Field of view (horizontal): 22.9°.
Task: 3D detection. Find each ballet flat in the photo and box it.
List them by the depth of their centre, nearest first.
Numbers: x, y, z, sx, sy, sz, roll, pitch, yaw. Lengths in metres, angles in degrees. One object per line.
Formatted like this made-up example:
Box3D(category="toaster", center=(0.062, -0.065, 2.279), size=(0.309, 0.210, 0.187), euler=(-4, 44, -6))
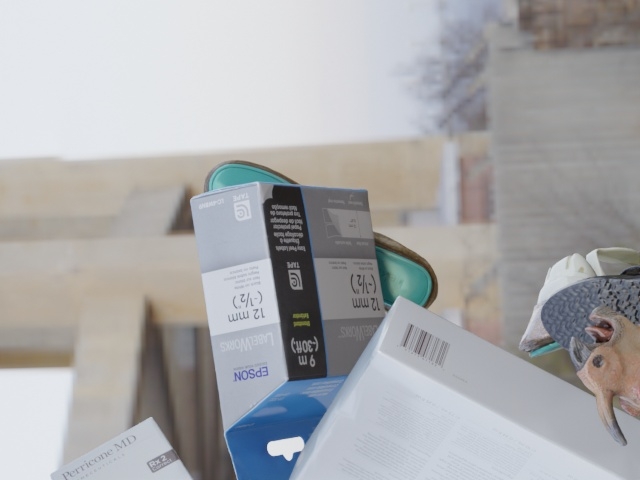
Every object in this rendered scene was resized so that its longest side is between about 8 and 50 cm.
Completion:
Box3D(category="ballet flat", center=(0.337, 0.066, 1.938), size=(0.316, 0.107, 0.106), euler=(-10, -105, -45))
Box3D(category="ballet flat", center=(0.000, 0.000, 2.111), size=(0.124, 0.342, 0.116), euler=(40, -105, -89))

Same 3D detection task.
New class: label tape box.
Box3D(category="label tape box", center=(-0.021, 0.110, 1.902), size=(0.249, 0.115, 0.348), euler=(2, -104, -58))

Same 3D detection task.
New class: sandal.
Box3D(category="sandal", center=(0.261, 0.046, 1.224), size=(0.040, 0.179, 0.067), euler=(-50, -58, -70))

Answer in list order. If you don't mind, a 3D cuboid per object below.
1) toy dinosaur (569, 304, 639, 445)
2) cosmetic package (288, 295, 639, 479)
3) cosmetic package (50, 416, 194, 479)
Box3D(category="toy dinosaur", center=(0.328, 0.100, 1.043), size=(0.200, 0.295, 0.127), euler=(-57, -29, -36))
Box3D(category="cosmetic package", center=(0.181, 0.255, 1.637), size=(0.284, 0.377, 0.097), euler=(-61, 2, 41))
Box3D(category="cosmetic package", center=(-0.218, 0.354, 1.959), size=(0.184, 0.151, 0.151), euler=(49, 161, 41))
